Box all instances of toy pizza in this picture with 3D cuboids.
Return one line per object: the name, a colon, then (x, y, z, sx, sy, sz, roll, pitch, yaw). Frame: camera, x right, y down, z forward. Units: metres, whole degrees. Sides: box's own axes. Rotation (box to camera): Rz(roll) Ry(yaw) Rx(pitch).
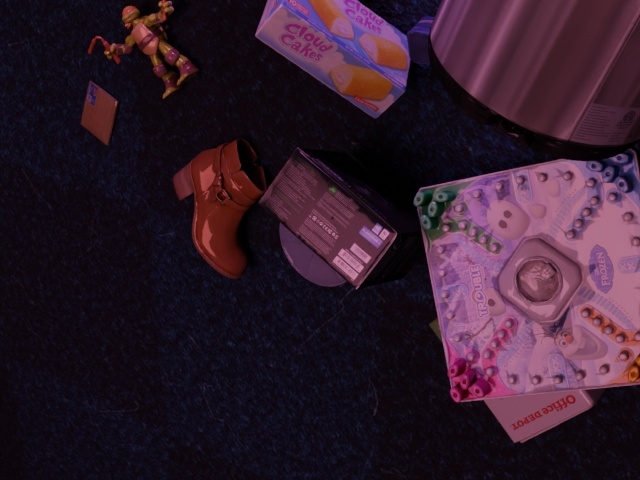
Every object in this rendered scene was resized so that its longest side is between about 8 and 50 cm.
toy pizza: (0.000, 0.000, 2.099, 0.201, 0.032, 0.201, 16, 120, 31)

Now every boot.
boot: (-0.183, -0.071, 2.176, 0.220, 0.109, 0.283, -24, 88, 39)

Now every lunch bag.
lunch bag: (0.200, -0.348, 1.747, 0.098, 0.065, 0.067, 18, 137, 30)

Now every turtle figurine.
turtle figurine: (-0.367, -0.416, 2.147, 0.269, 0.087, 0.217, -31, 98, 35)

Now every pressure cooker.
pressure cooker: (0.382, -0.368, 1.386, 0.375, 0.370, 0.420, 35, 133, 15)

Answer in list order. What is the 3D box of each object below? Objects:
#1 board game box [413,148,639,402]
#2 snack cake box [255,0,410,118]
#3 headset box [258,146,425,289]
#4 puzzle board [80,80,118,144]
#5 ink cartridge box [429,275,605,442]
board game box: (0.367, 0.069, 1.698, 0.390, 0.050, 0.390, -11, 90, 27)
snack cake box: (0.029, -0.351, 1.745, 0.264, 0.152, 0.089, 31, 136, -19)
headset box: (0.064, -0.044, 1.860, 0.246, 0.283, 0.131, 42, 106, 17)
puzzle board: (-0.523, -0.302, 2.378, 0.096, 0.011, 0.128, 38, 129, 19)
ink cartridge box: (0.369, 0.203, 1.848, 0.278, 0.117, 0.201, 54, 133, 5)
